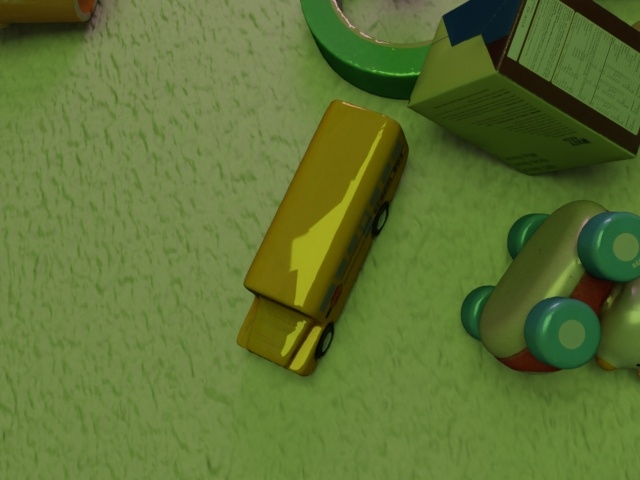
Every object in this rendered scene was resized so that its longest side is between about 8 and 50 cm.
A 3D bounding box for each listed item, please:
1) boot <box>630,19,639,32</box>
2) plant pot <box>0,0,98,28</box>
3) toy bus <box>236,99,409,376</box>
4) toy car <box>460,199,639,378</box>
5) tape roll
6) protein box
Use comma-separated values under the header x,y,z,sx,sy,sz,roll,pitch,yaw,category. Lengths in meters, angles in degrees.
x,y,z,sx,sy,sz,roll,pitch,yaw,category
0.495,-0.218,0.985,0.211,0.295,0.104,25,43,-17,boot
-0.445,-0.417,1.229,0.188,0.205,0.205,11,77,-1,plant pot
0.000,0.000,1.030,0.108,0.130,0.332,22,81,18,toy bus
0.326,0.095,0.922,0.238,0.219,0.210,35,84,-9,toy car
0.133,-0.361,1.131,0.321,0.077,0.321,-4,73,12,tape roll
0.251,-0.189,0.948,0.201,0.200,0.136,25,79,-19,protein box
